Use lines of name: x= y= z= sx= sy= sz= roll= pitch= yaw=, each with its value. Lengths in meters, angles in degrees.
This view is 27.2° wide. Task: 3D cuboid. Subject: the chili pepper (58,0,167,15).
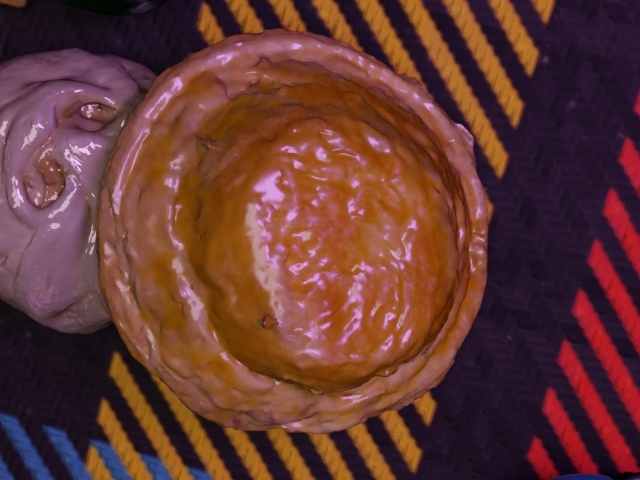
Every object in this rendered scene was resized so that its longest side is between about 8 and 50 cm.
chili pepper: x=-0.136 y=-0.282 z=0.899 sx=0.248 sy=0.257 sz=0.233 roll=33 pitch=84 yaw=-9

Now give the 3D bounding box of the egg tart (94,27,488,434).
egg tart: x=0.000 y=0.000 z=0.947 sx=0.319 sy=0.128 sz=0.319 roll=-2 pitch=94 yaw=-24

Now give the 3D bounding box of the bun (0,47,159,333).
bun: x=-0.189 y=-0.041 z=1.003 sx=0.231 sy=0.133 sz=0.231 roll=0 pitch=95 yaw=5

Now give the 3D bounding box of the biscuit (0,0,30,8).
biscuit: x=-0.287 y=-0.288 z=1.022 sx=0.212 sy=0.041 sz=0.238 roll=-27 pitch=94 yaw=5

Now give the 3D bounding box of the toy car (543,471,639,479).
toy car: x=0.212 y=0.307 z=0.989 sx=0.188 sy=0.190 sz=0.255 roll=-25 pitch=94 yaw=9
